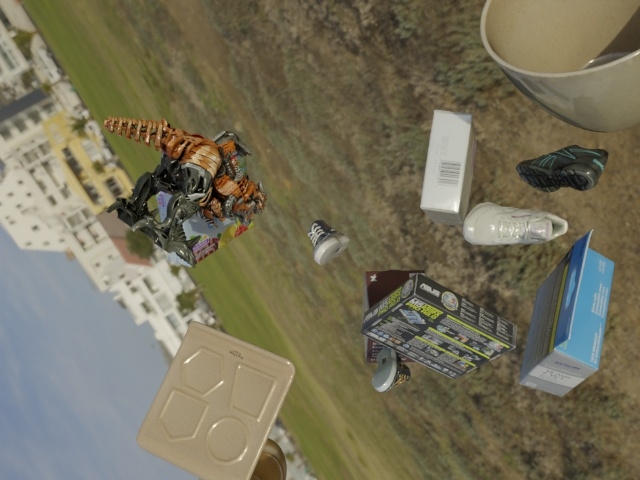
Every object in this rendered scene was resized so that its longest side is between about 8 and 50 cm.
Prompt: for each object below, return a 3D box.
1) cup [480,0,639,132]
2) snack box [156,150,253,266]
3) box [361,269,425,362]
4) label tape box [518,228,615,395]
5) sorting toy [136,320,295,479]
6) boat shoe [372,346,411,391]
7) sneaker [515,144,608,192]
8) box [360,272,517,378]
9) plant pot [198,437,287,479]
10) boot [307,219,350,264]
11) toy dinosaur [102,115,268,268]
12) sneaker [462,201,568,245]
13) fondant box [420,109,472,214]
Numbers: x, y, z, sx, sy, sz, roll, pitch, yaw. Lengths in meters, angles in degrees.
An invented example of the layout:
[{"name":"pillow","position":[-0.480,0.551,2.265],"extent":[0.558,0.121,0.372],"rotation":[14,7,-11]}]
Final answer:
[{"name":"cup","position":[0.456,-0.314,1.151],"extent":[0.331,0.331,0.237],"rotation":[46,179,45]},{"name":"snack box","position":[-0.230,-0.071,1.443],"extent":[0.070,0.207,0.174],"rotation":[13,121,29]},{"name":"box","position":[0.202,0.207,1.931],"extent":[0.203,0.168,0.167],"rotation":[89,179,-46]},{"name":"label tape box","position":[0.539,0.165,1.515],"extent":[0.115,0.249,0.347],"rotation":[17,156,6]},{"name":"sorting toy","position":[-0.155,0.248,1.067],"extent":[0.193,0.208,0.038],"rotation":[19,169,20]},{"name":"boat shoe","position":[0.177,0.324,1.700],"extent":[0.083,0.065,0.183],"rotation":[49,-160,-9]},{"name":"sneaker","position":[0.622,-0.187,1.833],"extent":[0.101,0.106,0.267],"rotation":[47,164,-27]},{"name":"box","position":[0.258,0.196,1.570],"extent":[0.270,0.060,0.216],"rotation":[27,140,-15]},{"name":"plant pot","position":[-0.169,0.553,1.593],"extent":[0.032,0.236,0.236],"rotation":[22,144,51]},{"name":"boot","position":[0.000,0.000,1.576],"extent":[0.086,0.069,0.190],"rotation":[38,-169,10]},{"name":"toy dinosaur","position":[-0.218,-0.097,1.125],"extent":[0.322,0.218,0.164],"rotation":[35,175,-29]},{"name":"sneaker","position":[0.518,-0.044,1.885],"extent":[0.152,0.305,0.114],"rotation":[11,104,63]},{"name":"fondant box","position":[0.330,-0.172,1.800],"extent":[0.330,0.096,0.238],"rotation":[17,-99,-76]}]
